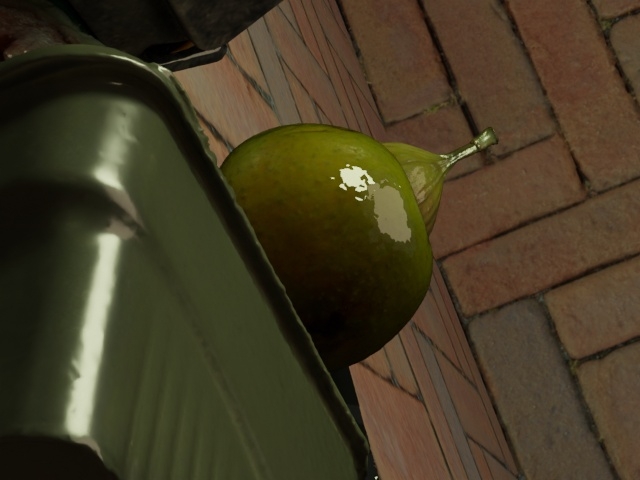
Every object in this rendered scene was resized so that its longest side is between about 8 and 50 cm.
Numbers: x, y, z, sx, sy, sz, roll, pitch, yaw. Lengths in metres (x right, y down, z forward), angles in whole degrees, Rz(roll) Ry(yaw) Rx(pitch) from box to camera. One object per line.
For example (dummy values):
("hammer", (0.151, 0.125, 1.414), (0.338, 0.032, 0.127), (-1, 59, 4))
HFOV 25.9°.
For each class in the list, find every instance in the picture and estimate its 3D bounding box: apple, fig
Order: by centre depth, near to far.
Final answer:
("apple", (0.000, 0.000, 1.066), (0.196, 0.157, 0.196), (-18, 90, -89))
("fig", (0.097, -0.072, 1.696), (0.143, 0.231, 0.160), (14, -33, 48))

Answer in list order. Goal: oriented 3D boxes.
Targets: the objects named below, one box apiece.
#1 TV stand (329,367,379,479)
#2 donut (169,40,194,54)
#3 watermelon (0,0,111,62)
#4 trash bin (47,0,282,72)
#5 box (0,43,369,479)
("TV stand", (0.007, 0.135, 1.132), (0.049, 0.040, 0.256), (58, 13, -47))
("donut", (-0.126, -0.204, 0.950), (0.166, 0.073, 0.184), (49, 21, -66))
("watermelon", (-0.133, -0.060, 0.586), (0.187, 0.071, 0.139), (43, 23, 23))
("trash bin", (-0.102, -0.312, 0.669), (0.381, 0.295, 0.259), (51, -2, 16))
("box", (-0.071, 0.081, 0.517), (0.178, 0.138, 0.274), (-94, 159, -52))
